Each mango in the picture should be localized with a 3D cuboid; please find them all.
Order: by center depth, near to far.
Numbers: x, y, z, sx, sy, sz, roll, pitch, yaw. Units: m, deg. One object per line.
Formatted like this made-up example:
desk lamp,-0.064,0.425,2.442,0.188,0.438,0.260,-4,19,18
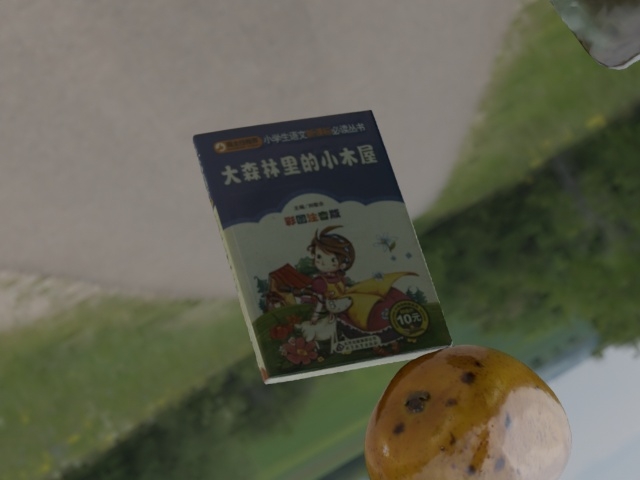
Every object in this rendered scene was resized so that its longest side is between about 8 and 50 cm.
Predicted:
mango,0.163,0.206,1.946,0.160,0.191,0.290,-16,169,40

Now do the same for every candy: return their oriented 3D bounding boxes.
candy,0.231,-0.265,1.591,0.104,0.234,0.102,-40,174,39

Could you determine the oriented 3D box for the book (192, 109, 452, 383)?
book,0.000,0.000,2.091,0.228,0.322,0.018,-9,154,-20
